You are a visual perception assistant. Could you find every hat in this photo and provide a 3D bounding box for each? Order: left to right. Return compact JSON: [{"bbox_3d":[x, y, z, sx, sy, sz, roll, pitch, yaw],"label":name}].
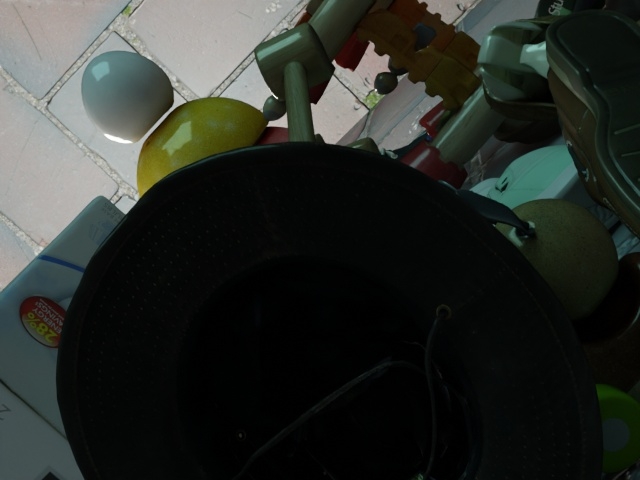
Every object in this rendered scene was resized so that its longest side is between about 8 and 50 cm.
[{"bbox_3d":[0.012,0.090,0.772,0.331,0.331,0.134,-44,-1,17],"label":"hat"}]

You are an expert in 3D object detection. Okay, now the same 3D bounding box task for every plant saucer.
[{"bbox_3d":[0.336,-0.220,1.583,0.278,0.041,0.278,-45,8,8],"label":"plant saucer"}]

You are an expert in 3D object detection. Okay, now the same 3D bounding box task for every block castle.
[{"bbox_3d":[0.095,-0.212,1.688,0.213,0.303,0.453,-52,2,17],"label":"block castle"}]

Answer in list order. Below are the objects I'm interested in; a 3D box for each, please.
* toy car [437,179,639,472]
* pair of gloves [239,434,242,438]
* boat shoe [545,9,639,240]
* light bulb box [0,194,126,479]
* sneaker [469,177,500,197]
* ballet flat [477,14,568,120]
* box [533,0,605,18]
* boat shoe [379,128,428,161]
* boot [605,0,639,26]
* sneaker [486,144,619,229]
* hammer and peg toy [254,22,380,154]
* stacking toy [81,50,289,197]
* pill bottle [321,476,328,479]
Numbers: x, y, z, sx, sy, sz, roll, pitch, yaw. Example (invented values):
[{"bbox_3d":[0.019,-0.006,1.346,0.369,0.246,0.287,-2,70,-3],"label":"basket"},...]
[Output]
[{"bbox_3d":[0.144,0.034,0.801,0.149,0.188,0.155,-46,8,0],"label":"toy car"},{"bbox_3d":[-0.045,0.157,1.075,0.042,0.240,0.204,-16,17,13],"label":"pair of gloves"},{"bbox_3d":[0.261,-0.071,0.979,0.111,0.104,0.307,-9,38,2],"label":"boat shoe"},{"bbox_3d":[-0.252,0.198,1.405,0.225,0.358,0.361,-44,9,28],"label":"light bulb box"},{"bbox_3d":[0.141,0.017,1.327,0.212,0.080,0.094,-45,20,1],"label":"sneaker"},{"bbox_3d":[0.237,-0.174,1.228,0.342,0.124,0.116,24,102,59],"label":"ballet flat"},{"bbox_3d":[0.379,-0.409,1.721,0.232,0.058,0.322,-52,-20,-35],"label":"box"},{"bbox_3d":[0.098,-0.095,1.984,0.302,0.091,0.114,-47,8,-5],"label":"boat shoe"},{"bbox_3d":[0.351,-0.242,1.406,0.248,0.090,0.207,-33,17,13],"label":"boot"},{"bbox_3d":[0.173,0.001,1.136,0.256,0.094,0.151,-38,12,-12],"label":"sneaker"},{"bbox_3d":[0.000,0.000,1.132,0.127,0.361,0.266,-21,16,15],"label":"hammer and peg toy"},{"bbox_3d":[-0.122,-0.077,1.642,0.350,0.480,0.350,-45,8,8],"label":"stacking toy"},{"bbox_3d":[0.009,0.219,0.861,0.112,0.112,0.186,-35,13,52],"label":"pill bottle"}]
